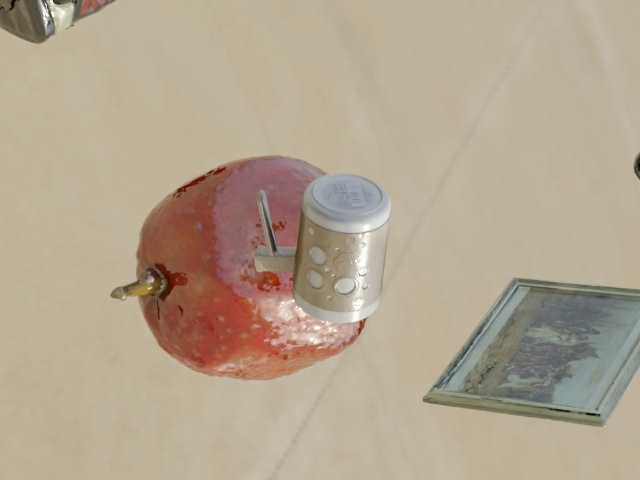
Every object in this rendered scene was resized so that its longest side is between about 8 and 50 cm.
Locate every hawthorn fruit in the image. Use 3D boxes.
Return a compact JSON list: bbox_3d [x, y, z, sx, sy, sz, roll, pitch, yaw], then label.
[{"bbox_3d":[-0.076,0.027,1.575,0.253,0.205,0.205,-1,69,-31],"label":"hawthorn fruit"}]

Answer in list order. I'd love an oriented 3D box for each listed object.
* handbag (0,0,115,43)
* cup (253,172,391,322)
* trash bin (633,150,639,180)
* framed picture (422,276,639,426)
[{"bbox_3d":[-0.301,-0.346,1.890,0.181,0.181,0.254,-36,135,-28],"label":"handbag"},{"bbox_3d":[0.006,-0.003,1.380,0.074,0.102,0.099,-32,141,-42],"label":"cup"},{"bbox_3d":[0.389,-0.006,1.697,0.175,0.175,0.161,39,50,-55],"label":"trash bin"},{"bbox_3d":[0.261,0.116,1.960,0.274,0.217,0.017,-48,136,-51],"label":"framed picture"}]
